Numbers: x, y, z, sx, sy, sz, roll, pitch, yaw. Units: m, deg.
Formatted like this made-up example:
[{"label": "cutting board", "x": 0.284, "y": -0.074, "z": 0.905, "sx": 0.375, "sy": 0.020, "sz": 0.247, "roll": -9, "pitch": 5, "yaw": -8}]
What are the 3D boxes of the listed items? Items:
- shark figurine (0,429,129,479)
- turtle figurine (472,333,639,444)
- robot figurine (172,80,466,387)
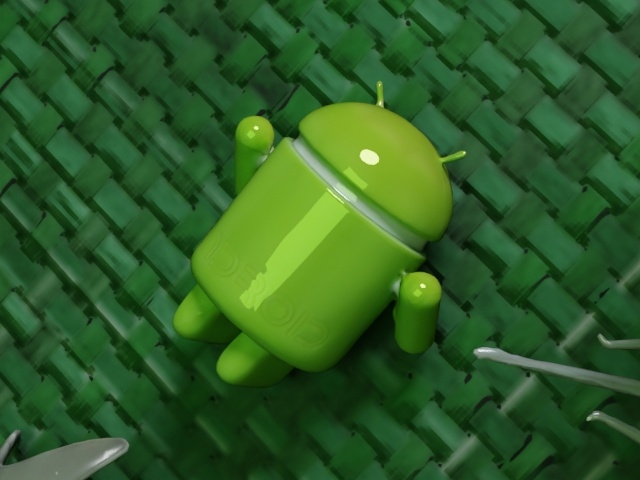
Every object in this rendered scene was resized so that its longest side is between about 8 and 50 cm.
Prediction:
[{"label": "shark figurine", "x": -0.082, "y": 0.210, "z": 0.563, "sx": 0.166, "sy": 0.116, "sz": 0.278, "roll": -35, "pitch": 81, "yaw": -21}, {"label": "turtle figurine", "x": 0.108, "y": 0.120, "z": 0.492, "sx": 0.234, "sy": 0.118, "sz": 0.175, "roll": 11, "pitch": 49, "yaw": 25}, {"label": "robot figurine", "x": 0.000, "y": 0.000, "z": 0.564, "sx": 0.101, "sy": 0.067, "sz": 0.115, "roll": 43, "pitch": 100, "yaw": 23}]
